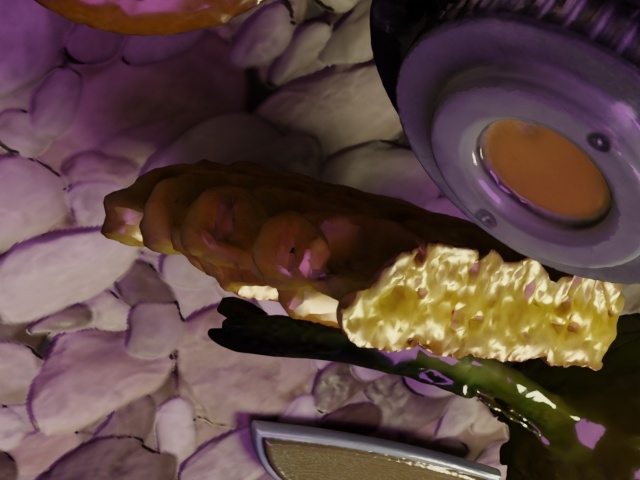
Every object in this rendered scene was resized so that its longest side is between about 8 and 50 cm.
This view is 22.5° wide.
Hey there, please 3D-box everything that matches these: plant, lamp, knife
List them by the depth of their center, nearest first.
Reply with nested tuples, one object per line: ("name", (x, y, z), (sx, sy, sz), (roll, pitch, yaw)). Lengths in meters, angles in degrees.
("lamp", (0.160, -0.108, 0.710), (0.374, 0.205, 0.272), (32, 69, -36))
("plant", (0.131, 0.126, 0.892), (0.333, 0.251, 0.180), (6, 84, -48))
("knife", (0.093, 0.169, 1.078), (0.343, 0.027, 0.061), (19, 122, -29))

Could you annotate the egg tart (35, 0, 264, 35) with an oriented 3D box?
("egg tart", (-0.074, -0.185, 0.637), (0.215, 0.171, 0.215), (-9, 122, -14))

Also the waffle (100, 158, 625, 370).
("waffle", (0.000, 0.001, 0.786), (0.229, 0.219, 0.057), (10, 97, -45))
